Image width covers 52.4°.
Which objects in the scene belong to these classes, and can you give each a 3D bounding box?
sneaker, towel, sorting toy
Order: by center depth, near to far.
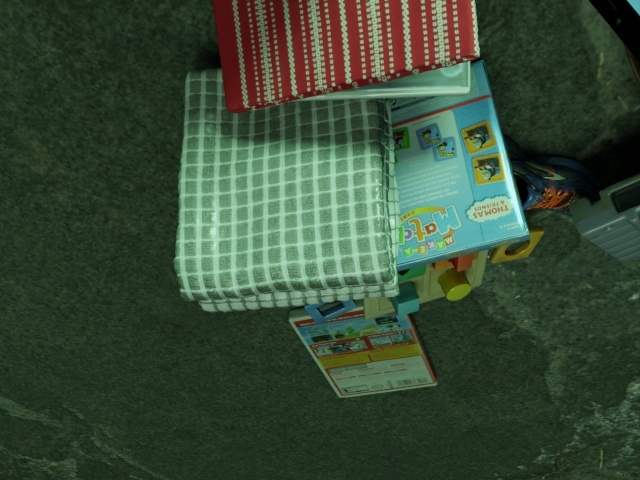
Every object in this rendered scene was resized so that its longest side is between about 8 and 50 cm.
[{"bbox_3d":[0.006,-0.235,0.596,0.275,0.031,0.199,-4,97,33],"label":"towel"},{"bbox_3d":[-0.037,-0.072,0.716,0.235,0.283,0.121,-8,160,14],"label":"towel"},{"bbox_3d":[0.273,-0.068,0.849,0.221,0.087,0.083,15,137,-13],"label":"sneaker"},{"bbox_3d":[0.147,0.045,0.867,0.348,0.047,0.196,-16,146,-7],"label":"sorting toy"}]

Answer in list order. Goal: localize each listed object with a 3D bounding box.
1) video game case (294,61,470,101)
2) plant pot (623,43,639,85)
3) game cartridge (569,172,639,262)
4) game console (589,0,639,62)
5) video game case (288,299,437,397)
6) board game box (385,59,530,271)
[{"bbox_3d":[0.053,-0.231,0.653,0.190,0.022,0.173,-1,95,4],"label":"video game case"},{"bbox_3d":[0.439,-0.233,0.595,0.230,0.215,0.215,-20,135,1],"label":"plant pot"},{"bbox_3d":[0.512,-0.071,0.792,0.355,0.068,0.230,-28,150,30],"label":"game cartridge"},{"bbox_3d":[0.234,-0.274,0.503,0.361,0.044,0.213,54,138,6],"label":"game console"},{"bbox_3d":[0.086,0.202,1.203,0.204,0.025,0.285,-11,136,16],"label":"video game case"},{"bbox_3d":[0.137,-0.084,0.756,0.160,0.211,0.039,-15,164,19],"label":"board game box"}]
